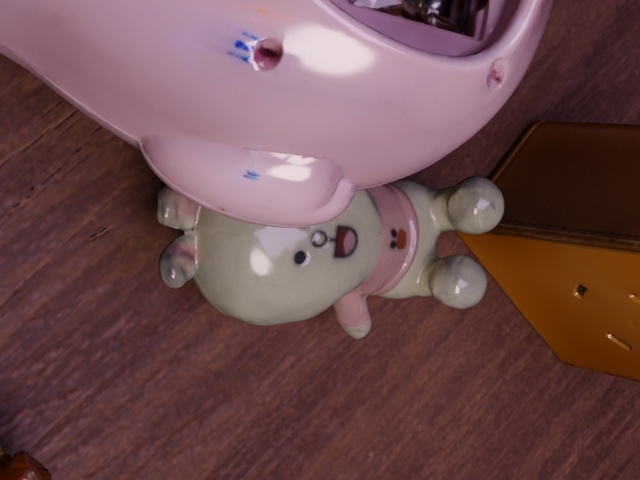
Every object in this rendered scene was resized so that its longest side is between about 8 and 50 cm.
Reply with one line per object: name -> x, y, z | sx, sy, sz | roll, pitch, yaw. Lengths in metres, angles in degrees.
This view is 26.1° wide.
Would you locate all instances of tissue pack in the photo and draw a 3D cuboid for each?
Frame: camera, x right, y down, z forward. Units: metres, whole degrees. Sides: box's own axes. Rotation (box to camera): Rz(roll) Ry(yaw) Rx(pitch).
tissue pack -> 0.276, 0.010, 1.090 | 0.194, 0.274, 0.145 | 46, 69, -31

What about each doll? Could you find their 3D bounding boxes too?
doll -> -0.003, -0.002, 0.998 | 0.275, 0.113, 0.154 | 1, 98, -28

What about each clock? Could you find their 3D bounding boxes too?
clock -> -0.048, -0.202, 0.814 | 0.377, 0.250, 0.368 | 13, 79, -16

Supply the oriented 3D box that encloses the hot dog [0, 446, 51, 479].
hot dog -> -0.253, 0.208, 0.844 | 0.213, 0.103, 0.146 | -45, 119, -21
